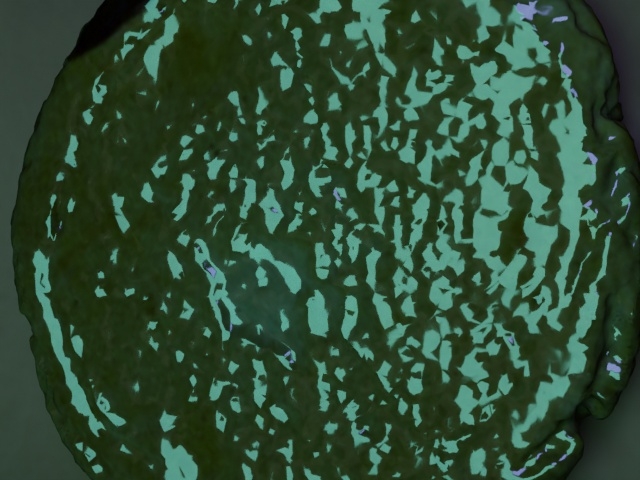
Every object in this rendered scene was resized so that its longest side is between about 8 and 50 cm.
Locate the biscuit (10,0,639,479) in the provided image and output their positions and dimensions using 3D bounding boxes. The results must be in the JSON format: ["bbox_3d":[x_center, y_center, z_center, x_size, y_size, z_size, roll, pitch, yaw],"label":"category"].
[{"bbox_3d":[0.000,0.000,0.581,0.226,0.042,0.226,2,95,22],"label":"biscuit"}]
